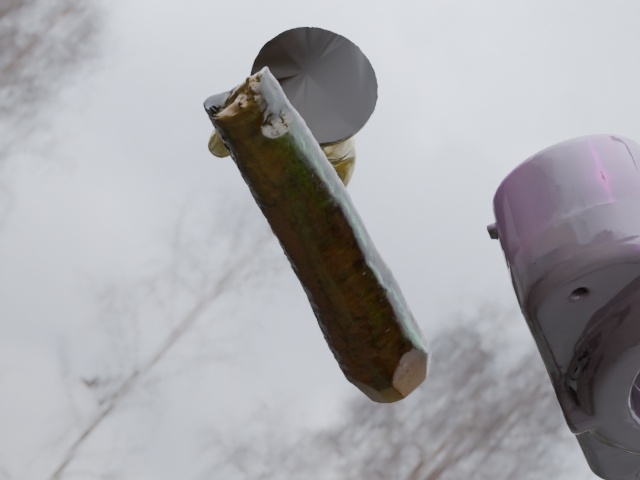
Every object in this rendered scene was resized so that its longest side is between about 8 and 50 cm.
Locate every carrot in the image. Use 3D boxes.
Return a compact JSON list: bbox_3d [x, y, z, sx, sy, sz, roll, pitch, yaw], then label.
[{"bbox_3d":[0.000,0.000,1.150,0.070,0.070,0.260,14,-42,59],"label":"carrot"}]

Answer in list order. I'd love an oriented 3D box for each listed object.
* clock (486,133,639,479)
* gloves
[{"bbox_3d":[0.287,0.025,1.018,0.295,0.322,0.113,59,16,-51],"label":"clock"},{"bbox_3d":[-0.026,-0.103,1.656,0.133,0.116,0.294,44,-17,4],"label":"gloves"}]
